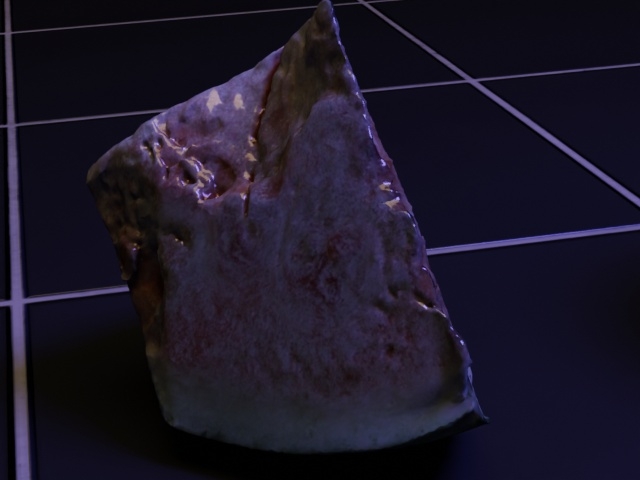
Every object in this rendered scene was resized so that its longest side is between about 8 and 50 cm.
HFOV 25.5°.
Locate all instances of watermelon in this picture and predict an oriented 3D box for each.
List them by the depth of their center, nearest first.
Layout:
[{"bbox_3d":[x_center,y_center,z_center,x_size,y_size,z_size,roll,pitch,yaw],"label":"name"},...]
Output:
[{"bbox_3d":[0.000,0.000,0.820,0.193,0.232,0.310,-31,29,23],"label":"watermelon"}]
